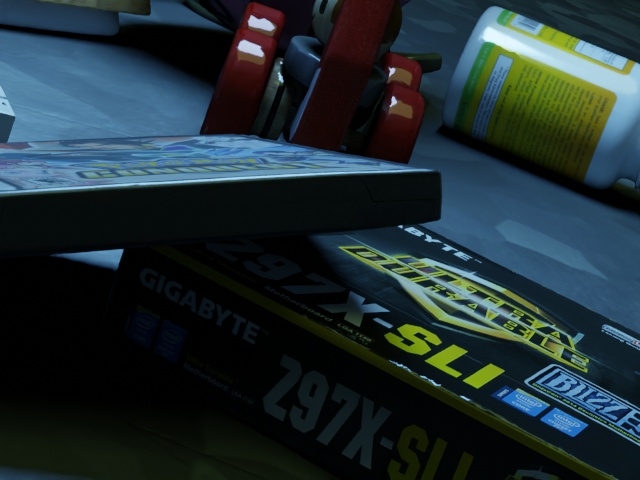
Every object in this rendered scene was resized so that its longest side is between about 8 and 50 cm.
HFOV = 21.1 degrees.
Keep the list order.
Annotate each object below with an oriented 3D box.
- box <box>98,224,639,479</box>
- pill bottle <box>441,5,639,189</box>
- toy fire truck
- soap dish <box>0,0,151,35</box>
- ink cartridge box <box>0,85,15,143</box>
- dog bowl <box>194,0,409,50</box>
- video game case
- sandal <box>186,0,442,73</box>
[{"bbox_3d":[0.070,0.072,1.011,0.322,0.079,0.257,27,20,20],"label":"box"},{"bbox_3d":[0.260,-0.134,1.761,0.246,0.136,0.136,24,17,10],"label":"pill bottle"},{"bbox_3d":[0.022,-0.189,1.448,0.169,0.253,0.302,19,17,-5],"label":"toy fire truck"},{"bbox_3d":[-0.325,-0.289,1.585,0.291,0.118,0.229,1,26,-46],"label":"soap dish"},{"bbox_3d":[-0.252,-0.096,1.231,0.048,0.028,0.083,13,18,-25],"label":"ink cartridge box"},{"bbox_3d":[0.019,-0.355,1.667,0.150,0.408,0.408,51,29,22],"label":"dog bowl"},{"bbox_3d":[-0.113,-0.031,0.960,0.275,0.035,0.248,-5,10,-28],"label":"video game case"},{"bbox_3d":[-0.009,-0.247,1.874,0.303,0.086,0.120,24,15,14],"label":"sandal"}]
